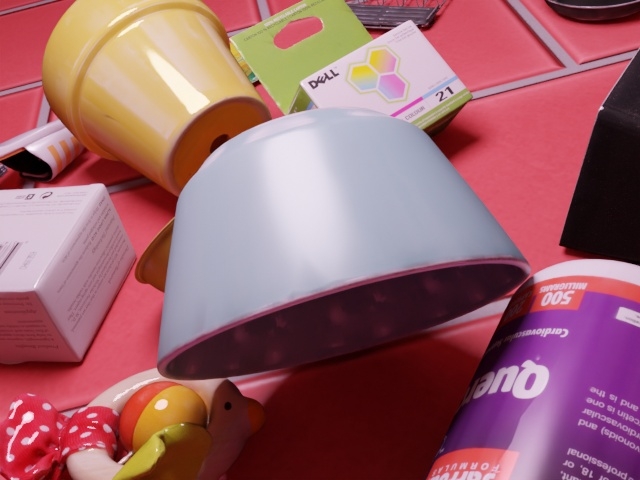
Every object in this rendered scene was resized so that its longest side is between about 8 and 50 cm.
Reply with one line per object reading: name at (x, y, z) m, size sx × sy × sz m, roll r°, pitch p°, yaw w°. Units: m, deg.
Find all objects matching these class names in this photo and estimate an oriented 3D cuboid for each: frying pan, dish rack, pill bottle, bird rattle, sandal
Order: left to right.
sandal at (-0.426, -0.113, 1.152) m, size 0.102 × 0.076 × 0.265 m, roll -7°, pitch 22°, yaw 46°
bird rattle at (-0.166, 0.190, 0.722) m, size 0.254 × 0.143 × 0.207 m, roll 6°, pitch 30°, yaw 42°
dish rack at (0.138, -0.451, 1.381) m, size 0.208 × 0.074 × 0.271 m, roll 10°, pitch 46°, yaw 28°
pill bottle at (0.169, 0.175, 0.554) m, size 0.182 × 0.181 × 0.323 m, roll 12°, pitch 46°, yaw 28°
frying pan at (0.465, -0.434, 1.279) m, size 0.197 × 0.053 × 0.326 m, roll 11°, pitch 44°, yaw 28°

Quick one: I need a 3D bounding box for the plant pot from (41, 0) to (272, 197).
plant pot at (-0.196, -0.184, 1.058) m, size 0.254 × 0.254 × 0.239 m, roll -34°, pitch 60°, yaw -22°

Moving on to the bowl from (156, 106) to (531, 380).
bowl at (0.000, 0.000, 0.678) m, size 0.312 × 0.311 × 0.163 m, roll -16°, pitch 74°, yaw -2°

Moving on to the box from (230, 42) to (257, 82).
box at (-0.178, -0.282, 1.303) m, size 0.105 × 0.043 × 0.179 m, roll -33°, pitch 45°, yaw -20°

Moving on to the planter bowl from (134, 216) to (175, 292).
planter bowl at (-0.082, 0.011, 0.857) m, size 0.217 × 0.217 × 0.090 m, roll -34°, pitch 78°, yaw -22°

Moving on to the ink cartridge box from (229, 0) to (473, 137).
ink cartridge box at (0.034, -0.217, 1.016) m, size 0.189 × 0.097 × 0.255 m, roll -34°, pitch 83°, yaw -22°

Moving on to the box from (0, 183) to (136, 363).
box at (-0.339, 0.036, 0.919) m, size 0.181 × 0.119 × 0.181 m, roll -1°, pitch 41°, yaw 16°

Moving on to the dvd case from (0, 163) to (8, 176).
dvd case at (-0.537, -0.077, 1.194) m, size 0.087 × 0.013 × 0.119 m, roll 6°, pitch 43°, yaw 23°

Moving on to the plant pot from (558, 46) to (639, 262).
plant pot at (0.369, -0.079, 0.806) m, size 0.167 × 0.188 × 0.187 m, roll 26°, pitch 53°, yaw 22°
